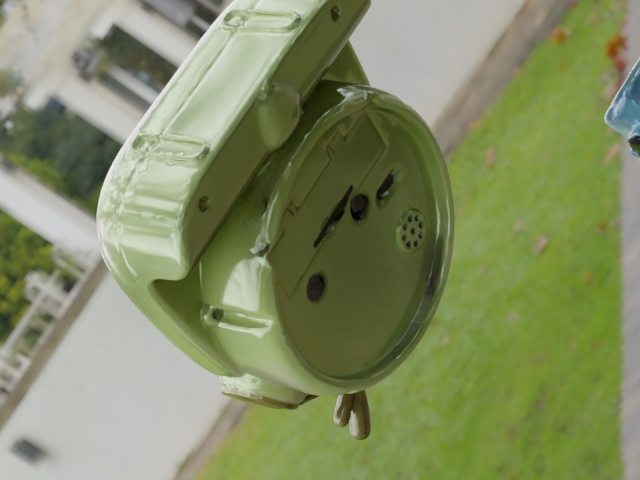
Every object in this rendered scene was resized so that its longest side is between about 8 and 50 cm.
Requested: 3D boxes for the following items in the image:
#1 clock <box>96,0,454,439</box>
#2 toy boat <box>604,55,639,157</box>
[{"bbox_3d":[0.000,0.000,1.070,0.096,0.308,0.235,9,56,38],"label":"clock"},{"bbox_3d":[0.320,-0.056,1.137,0.109,0.238,0.098,-56,-21,-19],"label":"toy boat"}]
